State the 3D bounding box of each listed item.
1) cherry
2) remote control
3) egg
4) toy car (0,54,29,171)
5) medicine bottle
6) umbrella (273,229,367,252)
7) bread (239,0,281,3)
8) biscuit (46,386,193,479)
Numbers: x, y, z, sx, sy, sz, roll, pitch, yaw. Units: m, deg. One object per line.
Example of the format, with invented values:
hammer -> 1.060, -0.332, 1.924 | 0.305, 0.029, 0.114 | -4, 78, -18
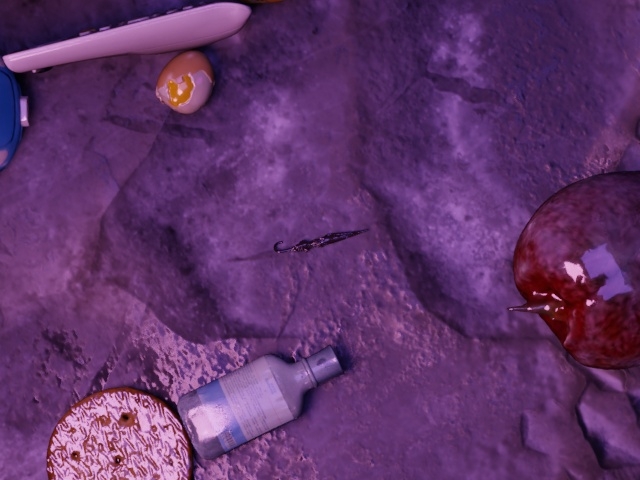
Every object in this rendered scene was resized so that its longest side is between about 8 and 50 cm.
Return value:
cherry -> 0.364, 0.029, 1.815 | 0.300, 0.203, 0.230 | -34, 77, -10
remote control -> -0.240, -0.253, 1.905 | 0.313, 0.109, 0.055 | -14, 102, -3
egg -> -0.170, -0.204, 1.920 | 0.071, 0.071, 0.083 | 30, 84, 4
toy car -> -0.528, -0.163, 1.882 | 0.314, 0.166, 0.198 | -1, 87, 1
medicine bottle -> -0.072, 0.194, 1.883 | 0.208, 0.054, 0.090 | -26, 82, -3
umbrella -> 0.000, 0.003, 1.922 | 0.122, 0.013, 0.022 | -9, 62, 2
bread -> -0.082, -0.405, 1.925 | 0.213, 0.105, 0.213 | 0, 87, 2
biscuit -> -0.252, 0.278, 1.892 | 0.187, 0.027, 0.188 | 0, 84, 3
